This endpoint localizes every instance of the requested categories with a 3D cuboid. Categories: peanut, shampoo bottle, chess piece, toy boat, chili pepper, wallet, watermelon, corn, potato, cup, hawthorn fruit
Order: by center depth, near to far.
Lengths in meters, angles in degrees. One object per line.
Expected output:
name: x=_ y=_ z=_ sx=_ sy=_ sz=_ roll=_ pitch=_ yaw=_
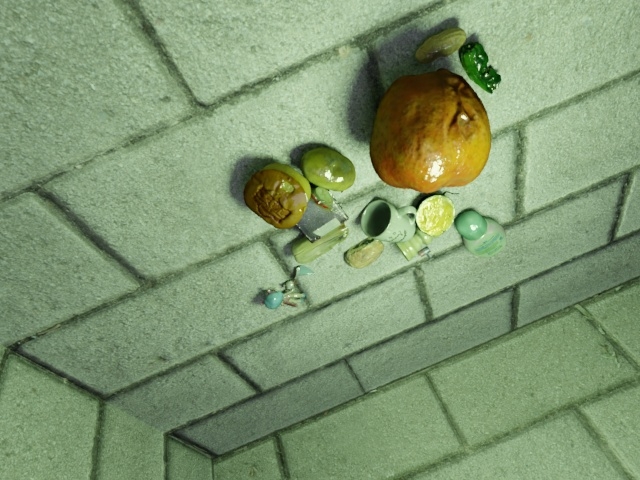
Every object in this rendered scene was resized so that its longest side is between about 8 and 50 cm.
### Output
peanut: x=0.440 y=-0.716 z=1.515 sx=0.194 sy=0.083 sz=0.093 roll=-25 pitch=170 yaw=9
hawthorn fruit: x=0.412 y=-0.407 z=1.542 sx=0.473 sy=0.471 sz=0.471 roll=-11 pitch=134 yaw=-11
chili pepper: x=0.635 y=-0.677 z=1.628 sx=0.254 sy=0.083 sz=0.099 roll=27 pitch=108 yaw=-41
potato: x=0.033 y=-0.296 z=1.708 sx=0.249 sy=0.169 sz=0.144 roll=13 pitch=168 yaw=-27
toy boat: x=-0.002 y=-0.185 z=1.755 sx=0.185 sy=0.089 sz=0.071 roll=37 pitch=152 yaw=-23
wallet: x=-0.027 y=-0.136 z=1.854 sx=0.221 sy=0.071 sz=0.262 roll=-35 pitch=117 yaw=7
cup: x=0.366 y=-0.090 z=1.971 sx=0.234 sy=0.186 sz=0.258 roll=16 pitch=151 yaw=-39
corn: x=-0.001 y=0.001 z=1.979 sx=0.305 sy=0.123 sz=0.122 roll=-35 pitch=132 yaw=12
watermelon: x=0.559 y=-0.142 z=2.051 sx=0.205 sy=0.127 sz=0.231 roll=4 pitch=105 yaw=-12
chess piece: x=0.526 y=-0.017 z=2.167 sx=0.251 sy=0.144 sz=0.144 roll=-36 pitch=134 yaw=4
toy boat: x=-0.081 y=0.164 z=2.171 sx=0.122 sy=0.034 sz=0.096 roll=-6 pitch=133 yaw=-28
shampoo bottle: x=0.865 y=-0.043 z=2.248 sx=0.222 sy=0.151 sz=0.350 roll=-39 pitch=133 yaw=24

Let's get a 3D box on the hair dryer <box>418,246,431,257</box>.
hair dryer: x=0.607 y=0.080 z=2.348 sx=0.063 sy=0.037 sz=0.114 roll=-35 pitch=141 yaw=15

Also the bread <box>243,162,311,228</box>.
bread: x=-0.173 y=-0.181 z=1.679 sx=0.270 sy=0.148 sz=0.269 roll=8 pitch=124 yaw=11

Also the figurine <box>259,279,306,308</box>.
figurine: x=-0.182 y=0.300 z=2.203 sx=0.260 sy=0.102 sz=0.205 roll=8 pitch=130 yaw=-39

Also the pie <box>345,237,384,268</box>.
pie: x=0.241 y=0.076 z=2.190 sx=0.218 sy=0.052 sz=0.185 roll=-30 pitch=133 yaw=5
